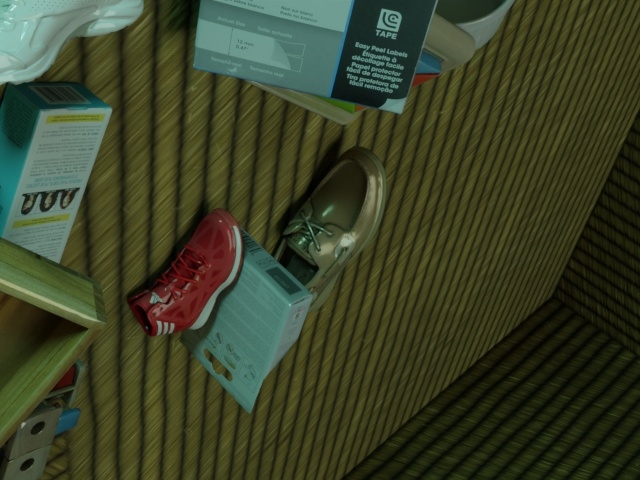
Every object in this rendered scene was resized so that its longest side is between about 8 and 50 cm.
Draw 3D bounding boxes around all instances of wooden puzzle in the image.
[{"bbox_3d":[0.050,-0.231,1.270,0.239,0.044,0.221,-26,150,37],"label":"wooden puzzle"}]

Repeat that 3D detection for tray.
[{"bbox_3d":[-0.418,0.162,0.972,0.203,0.076,0.411,30,111,-35],"label":"tray"}]

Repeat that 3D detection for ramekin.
[{"bbox_3d":[0.167,-0.348,1.345,0.207,0.207,0.109,-44,163,-18],"label":"ramekin"}]

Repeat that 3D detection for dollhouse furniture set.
[{"bbox_3d":[-0.362,0.211,1.262,0.184,0.129,0.128,-16,137,-51],"label":"dollhouse furniture set"}]

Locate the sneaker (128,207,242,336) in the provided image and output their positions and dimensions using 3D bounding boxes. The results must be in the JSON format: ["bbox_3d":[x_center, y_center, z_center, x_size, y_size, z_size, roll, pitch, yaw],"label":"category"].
[{"bbox_3d":[-0.196,0.059,1.399,0.128,0.087,0.221,-21,140,-50],"label":"sneaker"}]

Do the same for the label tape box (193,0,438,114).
[{"bbox_3d":[0.012,-0.325,1.031,0.115,0.249,0.347,-80,-176,-47],"label":"label tape box"}]

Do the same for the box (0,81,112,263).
[{"bbox_3d":[-0.318,-0.052,1.067,0.101,0.060,0.244,-12,134,-54],"label":"box"}]

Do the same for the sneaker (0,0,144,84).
[{"bbox_3d":[-0.268,-0.230,0.906,0.232,0.090,0.115,-44,149,-37],"label":"sneaker"}]

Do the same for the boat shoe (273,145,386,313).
[{"bbox_3d":[0.000,0.000,1.612,0.110,0.122,0.341,-18,140,-52],"label":"boat shoe"}]

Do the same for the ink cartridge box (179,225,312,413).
[{"bbox_3d":[-0.119,0.118,1.488,0.066,0.189,0.232,-22,142,-40],"label":"ink cartridge box"}]
